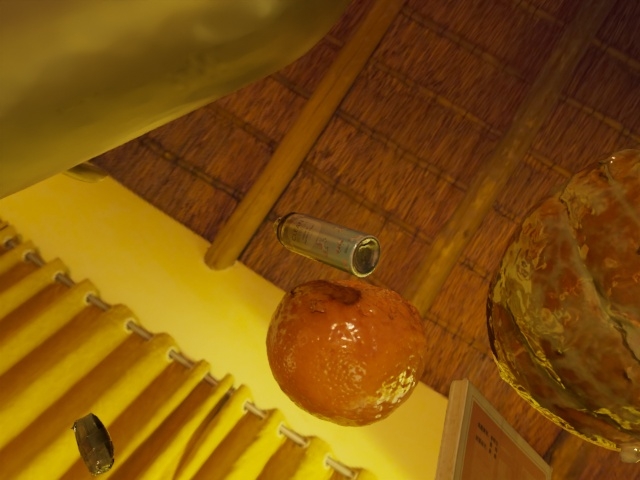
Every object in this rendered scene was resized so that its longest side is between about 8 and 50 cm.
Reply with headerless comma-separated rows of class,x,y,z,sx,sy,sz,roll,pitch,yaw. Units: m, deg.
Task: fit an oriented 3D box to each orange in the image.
orange,0.051,0.235,1.290,0.341,0.341,0.293,10,-86,26
orange,0.313,0.054,0.536,0.329,0.249,0.329,-7,-31,-4

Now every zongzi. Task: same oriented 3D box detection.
zongzi,-0.395,0.377,1.087,0.109,0.055,0.119,56,-26,29

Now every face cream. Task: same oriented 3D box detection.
face cream,0.000,0.000,1.080,0.229,0.075,0.075,18,-48,45

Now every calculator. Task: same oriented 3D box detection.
calculator,-0.442,-0.137,0.927,0.157,0.236,0.033,23,-91,19

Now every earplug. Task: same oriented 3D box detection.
earplug,-0.155,-0.235,0.448,0.394,0.312,0.312,-23,-68,1

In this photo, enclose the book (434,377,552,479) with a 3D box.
book,0.129,0.252,0.461,0.018,0.241,0.170,-17,-51,38
